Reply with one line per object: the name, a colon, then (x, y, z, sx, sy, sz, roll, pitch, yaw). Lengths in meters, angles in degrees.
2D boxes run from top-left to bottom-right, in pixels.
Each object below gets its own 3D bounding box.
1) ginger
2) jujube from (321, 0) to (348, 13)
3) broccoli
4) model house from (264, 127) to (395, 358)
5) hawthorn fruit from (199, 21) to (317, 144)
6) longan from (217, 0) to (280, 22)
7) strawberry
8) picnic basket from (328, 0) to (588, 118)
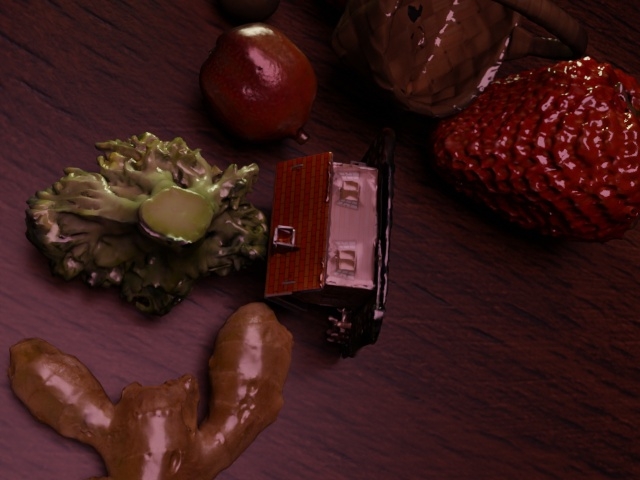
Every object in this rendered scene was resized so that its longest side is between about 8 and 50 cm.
ginger: (-0.187, 0.269, 1.116, 0.363, 0.122, 0.348, -6, 78, -27)
jujube: (0.044, -0.463, 1.383, 0.174, 0.174, 0.251, -24, 87, -24)
broccoli: (-0.208, -0.035, 1.117, 0.288, 0.245, 0.248, -32, 92, -26)
model house: (0.000, 0.001, 1.207, 0.153, 0.207, 0.294, 8, 71, -11)
hawthorn fruit: (-0.078, -0.219, 1.271, 0.188, 0.169, 0.169, 40, 65, -3)
longan: (-0.109, -0.384, 1.348, 0.106, 0.106, 0.119, 48, 26, 0)
strawberry: (0.338, -0.145, 1.363, 0.351, 0.267, 0.312, 3, 41, 12)
picnic basket: (0.218, -0.325, 1.231, 0.293, 0.337, 0.337, 19, 65, -44)
